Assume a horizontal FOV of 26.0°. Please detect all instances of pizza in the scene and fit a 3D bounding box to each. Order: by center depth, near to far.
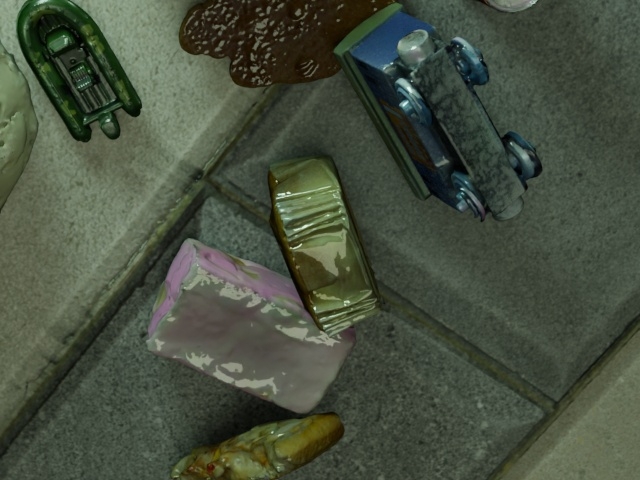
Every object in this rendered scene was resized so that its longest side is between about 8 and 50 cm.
[{"bbox_3d":[-0.100,0.305,1.994,0.297,0.189,0.071,-24,89,44],"label":"pizza"}]

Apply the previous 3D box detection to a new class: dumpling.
[{"bbox_3d":[-0.481,-0.150,1.738,0.243,0.187,0.318,17,108,26],"label":"dumpling"}]

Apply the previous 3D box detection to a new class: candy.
[{"bbox_3d":[-0.098,0.117,1.926,0.265,0.116,0.155,26,111,-17],"label":"candy"}]

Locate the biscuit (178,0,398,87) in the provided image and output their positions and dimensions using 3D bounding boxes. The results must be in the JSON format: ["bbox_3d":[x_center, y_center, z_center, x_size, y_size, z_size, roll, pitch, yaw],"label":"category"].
[{"bbox_3d":[-0.042,-0.298,1.775,0.290,0.041,0.208,-15,119,-4],"label":"biscuit"}]

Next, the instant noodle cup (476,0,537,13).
[{"bbox_3d":[0.226,-0.344,1.745,0.127,0.135,0.127,-3,115,-7],"label":"instant noodle cup"}]

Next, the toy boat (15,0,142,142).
[{"bbox_3d":[-0.312,-0.221,1.766,0.104,0.052,0.210,-25,117,6],"label":"toy boat"}]

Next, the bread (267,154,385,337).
[{"bbox_3d":[0.000,0.002,1.841,0.110,0.192,0.210,-20,117,2],"label":"bread"}]

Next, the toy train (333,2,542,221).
[{"bbox_3d":[0.157,-0.158,1.770,0.131,0.202,0.299,-38,124,-10],"label":"toy train"}]
